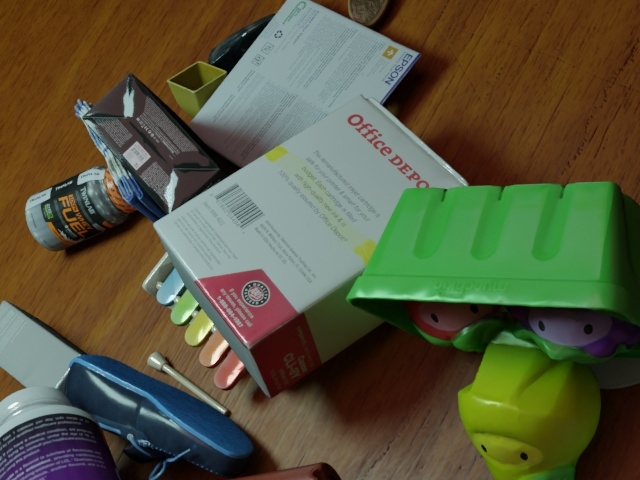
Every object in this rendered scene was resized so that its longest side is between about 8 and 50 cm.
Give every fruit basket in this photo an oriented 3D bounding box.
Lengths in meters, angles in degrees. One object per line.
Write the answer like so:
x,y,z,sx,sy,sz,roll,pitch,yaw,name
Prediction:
0.241,0.133,1.314,0.392,0.283,0.392,-15,63,32,fruit basket

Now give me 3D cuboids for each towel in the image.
-0.317,-0.108,1.847,0.034,0.209,0.285,-39,52,3,towel

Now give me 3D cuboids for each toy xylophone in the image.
-0.162,0.135,1.699,0.323,0.081,0.236,22,76,37,toy xylophone

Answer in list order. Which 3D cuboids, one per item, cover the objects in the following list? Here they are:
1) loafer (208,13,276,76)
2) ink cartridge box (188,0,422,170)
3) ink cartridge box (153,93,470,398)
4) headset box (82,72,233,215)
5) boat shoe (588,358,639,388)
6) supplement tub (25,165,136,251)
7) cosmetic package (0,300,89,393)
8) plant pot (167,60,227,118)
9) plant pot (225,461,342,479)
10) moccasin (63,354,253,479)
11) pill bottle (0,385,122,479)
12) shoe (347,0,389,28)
-0.143,-0.375,1.995,0.170,0.062,0.061,-31,47,10,loafer
-0.027,-0.239,1.844,0.330,0.071,0.324,35,84,36,ink cartridge box
0.000,0.000,1.562,0.385,0.160,0.279,-33,53,-12,ink cartridge box
-0.237,-0.127,1.751,0.110,0.293,0.218,-43,78,1,headset box
0.407,0.143,1.389,0.206,0.075,0.065,-10,16,32,boat shoe
-0.430,-0.063,1.948,0.190,0.117,0.117,-23,54,19,supplement tub
-0.461,0.207,1.807,0.238,0.127,0.107,23,76,36,cosmetic package
-0.216,-0.266,1.953,0.081,0.083,0.081,27,53,38,plant pot
-0.089,0.421,1.394,0.265,0.272,0.272,-18,55,12,plant pot
-0.250,0.286,1.633,0.342,0.138,0.116,24,96,31,moccasin
-0.370,0.360,1.507,0.181,0.181,0.323,-39,47,5,pill bottle
0.099,-0.466,1.913,0.077,0.058,0.219,8,71,12,shoe
